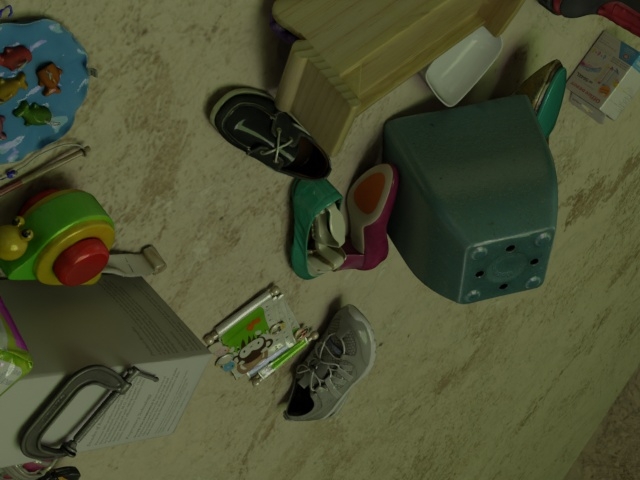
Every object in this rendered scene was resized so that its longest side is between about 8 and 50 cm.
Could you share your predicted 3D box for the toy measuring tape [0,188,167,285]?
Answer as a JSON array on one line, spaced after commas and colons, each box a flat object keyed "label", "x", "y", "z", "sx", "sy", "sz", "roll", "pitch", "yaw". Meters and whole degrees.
[{"label": "toy measuring tape", "x": -0.276, "y": -0.004, "z": 1.346, "sx": 0.121, "sy": 0.121, "sz": 0.330, "roll": -57, "pitch": 156, "yaw": 15}]

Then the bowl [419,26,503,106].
[{"label": "bowl", "x": 0.208, "y": -0.290, "z": 1.659, "sx": 0.142, "sy": 0.053, "sz": 0.142, "roll": -49, "pitch": 148, "yaw": 3}]

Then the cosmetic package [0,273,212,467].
[{"label": "cosmetic package", "x": -0.345, "y": 0.155, "z": 1.352, "sx": 0.366, "sy": 0.197, "sz": 0.155, "roll": -1, "pitch": 127, "yaw": -48}]

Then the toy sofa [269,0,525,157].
[{"label": "toy sofa", "x": 0.098, "y": -0.293, "z": 1.448, "sx": 0.363, "sy": 0.177, "sz": 0.150, "roll": -38, "pitch": 170, "yaw": -22}]

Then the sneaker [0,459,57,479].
[{"label": "sneaker", "x": -0.430, "y": 0.292, "z": 1.481, "sx": 0.252, "sy": 0.111, "sz": 0.103, "roll": -53, "pitch": 148, "yaw": 9}]

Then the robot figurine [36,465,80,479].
[{"label": "robot figurine", "x": -0.480, "y": 0.444, "z": 1.609, "sx": 0.291, "sy": 0.085, "sz": 0.211, "roll": -18, "pitch": 148, "yaw": -39}]

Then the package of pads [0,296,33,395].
[{"label": "package of pads", "x": -0.460, "y": 0.138, "z": 1.123, "sx": 0.296, "sy": 0.229, "sz": 0.101, "roll": -41, "pitch": 145, "yaw": 5}]

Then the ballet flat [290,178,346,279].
[{"label": "ballet flat", "x": 0.000, "y": 0.000, "z": 1.698, "sx": 0.083, "sy": 0.087, "sz": 0.247, "roll": -33, "pitch": 146, "yaw": -23}]

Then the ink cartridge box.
[{"label": "ink cartridge box", "x": 0.533, "y": -0.298, "z": 2.007, "sx": 0.143, "sy": 0.092, "sz": 0.090, "roll": -55, "pitch": 147, "yaw": 12}]

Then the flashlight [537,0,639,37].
[{"label": "flashlight", "x": 0.469, "y": -0.344, "z": 1.673, "sx": 0.103, "sy": 0.304, "sz": 0.103, "roll": -34, "pitch": 147, "yaw": -19}]

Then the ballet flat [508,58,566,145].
[{"label": "ballet flat", "x": 0.354, "y": -0.183, "z": 1.900, "sx": 0.123, "sy": 0.123, "sz": 0.348, "roll": -33, "pitch": 144, "yaw": -22}]

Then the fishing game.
[{"label": "fishing game", "x": -0.329, "y": -0.154, "z": 1.175, "sx": 0.189, "sy": 0.041, "sz": 0.264, "roll": -30, "pitch": 145, "yaw": -21}]

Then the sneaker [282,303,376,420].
[{"label": "sneaker", "x": 0.014, "y": 0.240, "z": 1.967, "sx": 0.115, "sy": 0.105, "sz": 0.281, "roll": -16, "pitch": 137, "yaw": -41}]

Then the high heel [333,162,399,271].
[{"label": "high heel", "x": 0.101, "y": -0.038, "z": 1.774, "sx": 0.117, "sy": 0.082, "sz": 0.244, "roll": -10, "pitch": 137, "yaw": -35}]

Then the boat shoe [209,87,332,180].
[{"label": "boat shoe", "x": -0.062, "y": -0.141, "z": 1.476, "sx": 0.084, "sy": 0.079, "sz": 0.233, "roll": -52, "pitch": 146, "yaw": 7}]

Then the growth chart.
[{"label": "growth chart", "x": -0.102, "y": 0.168, "z": 1.830, "sx": 0.172, "sy": 0.021, "sz": 0.237, "roll": -42, "pitch": 148, "yaw": -7}]

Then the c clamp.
[{"label": "c clamp", "x": -0.277, "y": 0.206, "z": 1.284, "sx": 0.160, "sy": 0.022, "sz": 0.137, "roll": -46, "pitch": 148, "yaw": -4}]

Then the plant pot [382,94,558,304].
[{"label": "plant pot", "x": 0.252, "y": -0.043, "z": 1.726, "sx": 0.248, "sy": 0.252, "sz": 0.247, "roll": -12, "pitch": 140, "yaw": -10}]
